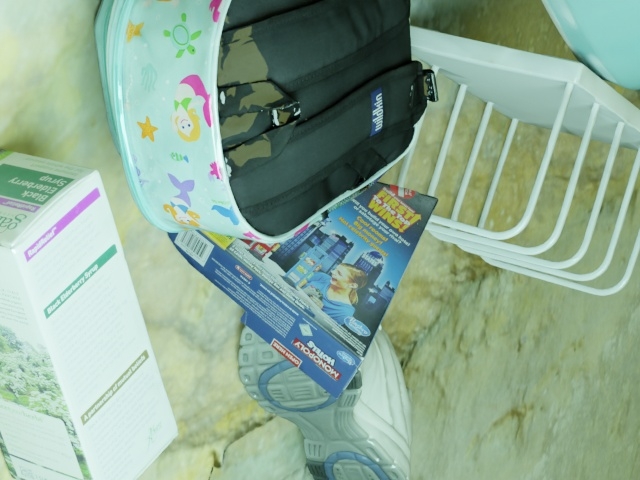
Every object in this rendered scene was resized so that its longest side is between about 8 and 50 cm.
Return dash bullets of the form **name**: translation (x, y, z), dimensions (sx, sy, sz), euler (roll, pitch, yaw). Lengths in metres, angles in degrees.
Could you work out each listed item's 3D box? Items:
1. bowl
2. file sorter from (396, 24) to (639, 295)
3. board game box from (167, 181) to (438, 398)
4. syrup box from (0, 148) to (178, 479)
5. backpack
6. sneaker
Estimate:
- **bowl**: translation (0.281, -0.260, 1.563), dimensions (0.311, 0.163, 0.311), euler (50, 24, -33)
- **file sorter**: translation (0.189, -0.069, 1.658), dimensions (0.277, 0.193, 0.173), euler (23, 84, -58)
- **board game box**: translation (0.000, 0.000, 1.416), dimensions (0.194, 0.194, 0.060), euler (-42, 168, -43)
- **syrup box**: translation (-0.184, 0.062, 1.204), dimensions (0.096, 0.093, 0.237), euler (-46, 136, -40)
- **backpack**: translation (-0.051, -0.119, 1.256), dimensions (0.253, 0.191, 0.225), euler (-43, 132, -52)
- **sneaker**: translation (0.011, 0.111, 1.547), dimensions (0.297, 0.111, 0.129), euler (67, 29, -47)
